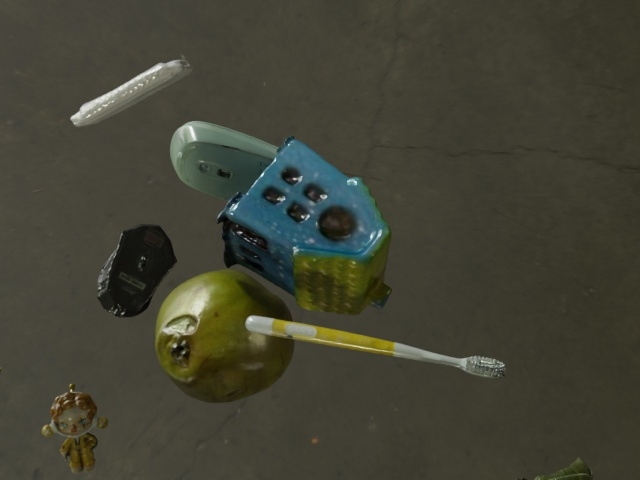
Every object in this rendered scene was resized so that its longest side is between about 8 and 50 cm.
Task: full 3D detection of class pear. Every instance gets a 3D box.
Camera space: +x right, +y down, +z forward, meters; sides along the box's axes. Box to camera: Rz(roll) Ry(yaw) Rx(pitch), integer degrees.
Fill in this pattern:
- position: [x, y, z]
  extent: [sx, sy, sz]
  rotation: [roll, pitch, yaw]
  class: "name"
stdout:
- position: [-0.186, 0.187, 1.773]
  extent: [0.269, 0.321, 0.269]
  rotation: [6, 106, 21]
  class: "pear"

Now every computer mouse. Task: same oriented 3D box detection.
- position: [-0.295, 0.049, 1.426]
  extent: [0.099, 0.057, 0.172]
  rotation: [33, 60, -19]
  class: "computer mouse"
- position: [-0.168, -0.158, 1.858]
  extent: [0.288, 0.097, 0.159]
  rotation: [15, 131, -4]
  class: "computer mouse"

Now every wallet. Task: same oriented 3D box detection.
- position: [-0.276, -0.219, 1.326]
  extent: [0.183, 0.124, 0.032]
  rotation: [-28, 97, 7]
  class: "wallet"

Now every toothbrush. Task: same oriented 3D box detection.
- position: [0.058, 0.114, 0.982]
  extent: [0.288, 0.024, 0.021]
  rotation: [10, 68, 6]
  class: "toothbrush"

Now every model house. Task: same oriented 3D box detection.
- position: [0.000, 0.000, 1.626]
  extent: [0.303, 0.237, 0.215]
  rotation: [30, 66, 14]
  class: "model house"

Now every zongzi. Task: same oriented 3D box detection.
- position: [0.388, 0.402, 1.531]
  extent: [0.154, 0.130, 0.062]
  rotation: [8, 116, -4]
  class: "zongzi"

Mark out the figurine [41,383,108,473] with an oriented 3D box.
- position: [-0.407, 0.320, 1.524]
  extent: [0.101, 0.068, 0.143]
  rotation: [-30, 105, -2]
  class: "figurine"
